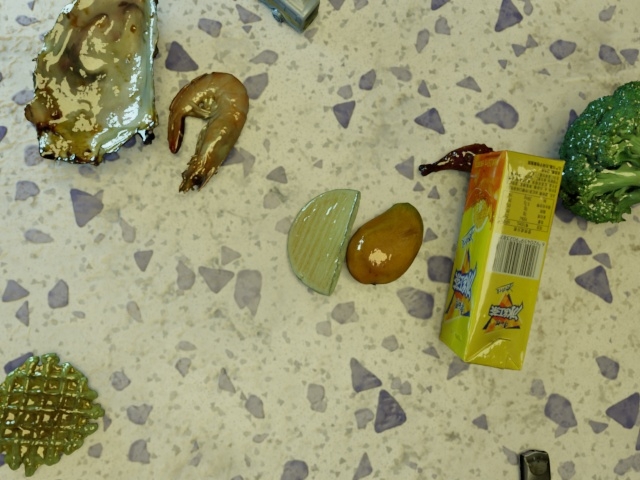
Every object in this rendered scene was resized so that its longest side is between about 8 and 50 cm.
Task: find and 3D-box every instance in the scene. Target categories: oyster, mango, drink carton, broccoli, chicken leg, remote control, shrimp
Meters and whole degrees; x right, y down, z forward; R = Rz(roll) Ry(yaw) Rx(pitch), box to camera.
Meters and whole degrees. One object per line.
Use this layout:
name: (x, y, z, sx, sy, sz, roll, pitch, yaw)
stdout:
oyster: (-0.375, -0.302, 0.981, 0.221, 0.096, 0.361, 0, 87, -3)
mango: (0.120, 0.012, 1.041, 0.165, 0.089, 0.115, -32, 82, -12)
drink carton: (0.305, 0.030, 1.008, 0.111, 0.154, 0.352, 9, 94, -6)
broccoli: (0.560, -0.137, 1.037, 0.270, 0.270, 0.270, -40, 49, -8)
chicken leg: (0.291, -0.139, 1.094, 0.205, 0.053, 0.093, 17, 99, -3)
remote control: (0.404, 0.498, 1.082, 0.059, 0.028, 0.212, -3, 87, -8)
shrimp: (-0.210, -0.192, 1.018, 0.133, 0.053, 0.236, 23, 81, -9)

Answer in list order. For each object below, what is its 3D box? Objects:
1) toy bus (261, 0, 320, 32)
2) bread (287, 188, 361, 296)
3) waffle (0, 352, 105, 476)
toy bus: (-0.089, -0.456, 1.039, 0.190, 0.075, 0.064, 39, 83, -5)
bread: (-0.002, -0.004, 1.035, 0.112, 0.036, 0.193, 12, 80, 23)
waffle: (-0.462, 0.287, 0.962, 0.183, 0.036, 0.169, -41, 95, -8)
